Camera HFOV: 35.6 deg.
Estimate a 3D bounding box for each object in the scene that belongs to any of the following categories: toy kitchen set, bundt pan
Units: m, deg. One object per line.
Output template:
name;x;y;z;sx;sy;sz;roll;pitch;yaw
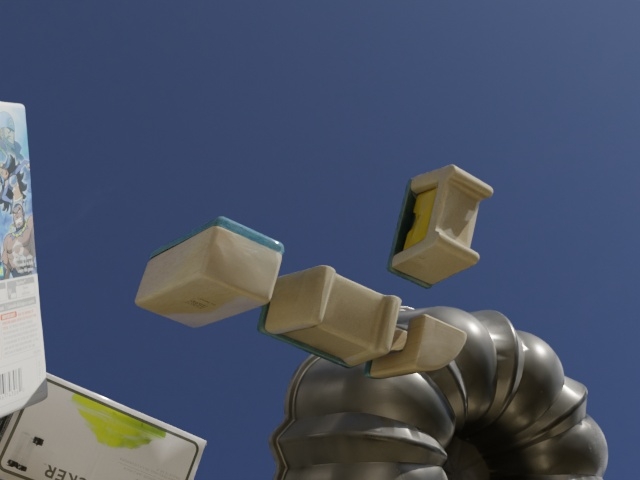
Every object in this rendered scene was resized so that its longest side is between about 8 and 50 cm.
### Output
toy kitchen set;0.000;0.000;0.732;0.207;0.122;0.166;25;-114;-24
bundt pan;0.125;0.204;0.870;0.330;0.124;0.331;10;-111;-27

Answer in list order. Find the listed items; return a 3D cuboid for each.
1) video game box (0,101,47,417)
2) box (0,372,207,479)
video game box;-0.222;0.015;0.530;0.048;0.205;0.187;-1;-87;15
box;-0.244;0.183;0.893;0.169;0.290;0.087;30;-111;-25
